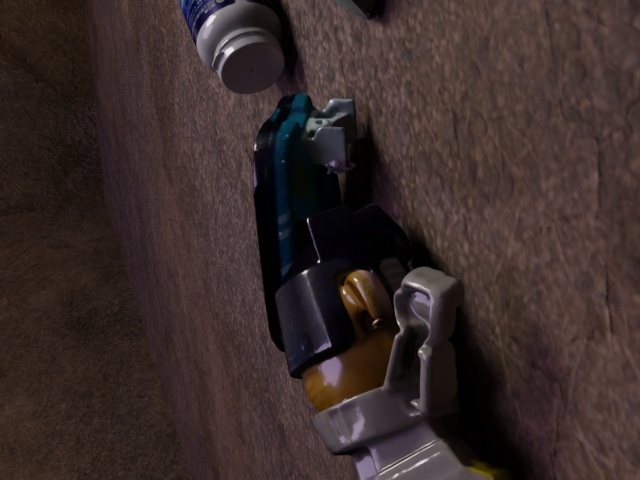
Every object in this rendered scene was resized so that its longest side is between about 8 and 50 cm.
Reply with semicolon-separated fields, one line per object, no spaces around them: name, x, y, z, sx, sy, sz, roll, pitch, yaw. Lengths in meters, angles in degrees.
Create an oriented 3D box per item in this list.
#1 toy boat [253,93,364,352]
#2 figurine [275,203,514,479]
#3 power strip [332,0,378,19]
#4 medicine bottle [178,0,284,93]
toy boat;0.000;0.000;0.885;0.134;0.092;0.298;-69;-20;-50
figurine;0.050;0.111;0.719;0.309;0.143;0.308;17;112;48
power strip;-0.035;-0.309;0.770;0.213;0.064;0.198;39;-171;-37
medicine bottle;-0.109;-0.272;1.031;0.107;0.107;0.191;105;149;-51
